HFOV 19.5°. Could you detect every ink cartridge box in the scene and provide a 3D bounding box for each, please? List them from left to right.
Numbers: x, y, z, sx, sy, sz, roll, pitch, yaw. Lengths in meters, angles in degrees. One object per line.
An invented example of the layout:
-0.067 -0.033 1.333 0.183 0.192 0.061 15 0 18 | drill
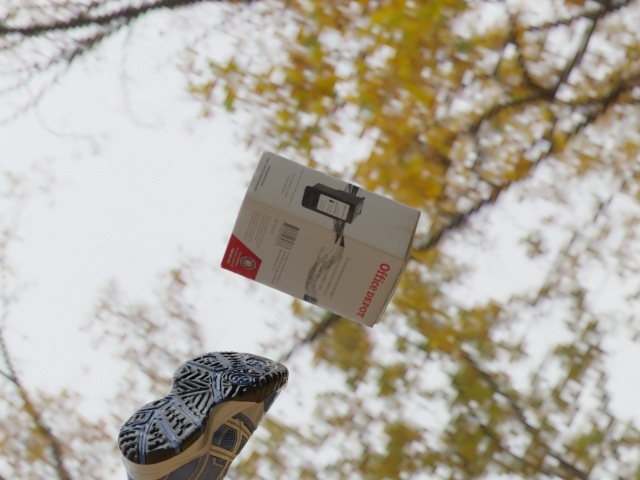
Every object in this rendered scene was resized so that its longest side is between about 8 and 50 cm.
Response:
0.000 0.000 1.622 0.109 0.150 0.063 113 178 -52 | ink cartridge box

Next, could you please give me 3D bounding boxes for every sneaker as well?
-0.099 0.158 1.557 0.211 0.080 0.081 -33 -48 -49 | sneaker
